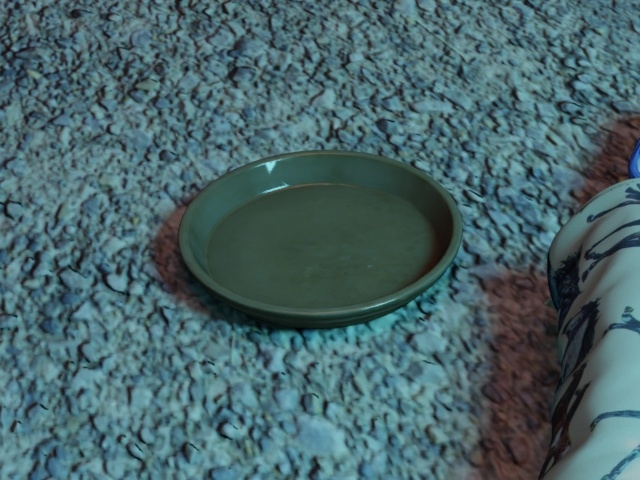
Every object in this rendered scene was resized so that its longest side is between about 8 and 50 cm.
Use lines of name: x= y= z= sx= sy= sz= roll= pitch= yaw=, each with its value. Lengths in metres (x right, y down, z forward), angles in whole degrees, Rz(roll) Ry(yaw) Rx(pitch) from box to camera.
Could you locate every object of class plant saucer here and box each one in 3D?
plant saucer: x=0.000 y=0.000 z=1.656 sx=0.278 sy=0.041 sz=0.278 roll=-2 pitch=35 yaw=1

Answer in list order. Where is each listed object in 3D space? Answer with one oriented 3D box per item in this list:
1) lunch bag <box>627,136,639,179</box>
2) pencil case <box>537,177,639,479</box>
lunch bag: x=0.459 y=-0.055 z=1.642 sx=0.303 sy=0.115 sz=0.243 roll=13 pitch=41 yaw=23
pencil case: x=0.251 y=0.130 z=1.359 sx=0.160 sy=0.183 sz=0.410 roll=27 pitch=37 yaw=-8
